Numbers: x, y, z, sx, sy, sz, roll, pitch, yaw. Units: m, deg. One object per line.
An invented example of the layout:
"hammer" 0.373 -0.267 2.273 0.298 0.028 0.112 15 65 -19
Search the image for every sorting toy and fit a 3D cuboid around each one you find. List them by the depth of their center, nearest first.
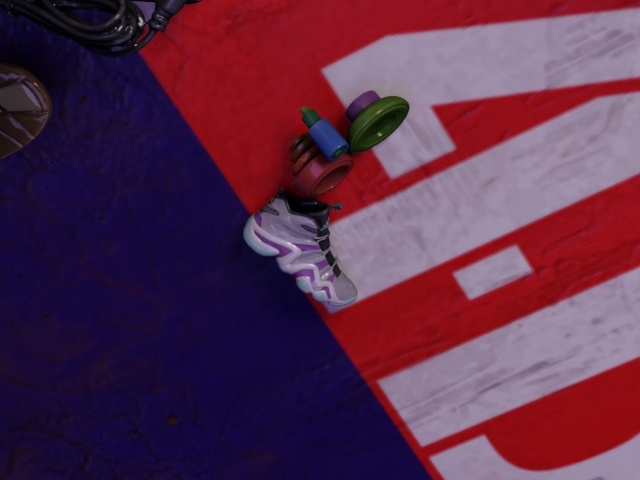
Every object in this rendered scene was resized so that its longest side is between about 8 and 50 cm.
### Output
"sorting toy" 0.011 -0.075 1.261 0.102 0.061 0.042 -44 71 20

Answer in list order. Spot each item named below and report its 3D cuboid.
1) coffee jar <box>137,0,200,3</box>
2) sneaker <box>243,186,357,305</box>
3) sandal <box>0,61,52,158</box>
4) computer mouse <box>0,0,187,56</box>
"coffee jar" -0.165 -0.197 1.183 0.184 0.096 0.079 4 97 6
"sneaker" 0.000 0.000 1.307 0.098 0.038 0.069 35 119 -12
"sandal" -0.258 -0.083 1.296 0.180 0.049 0.072 -25 108 37
"computer mouse" -0.134 -0.244 1.101 0.184 0.060 0.262 26 92 7
